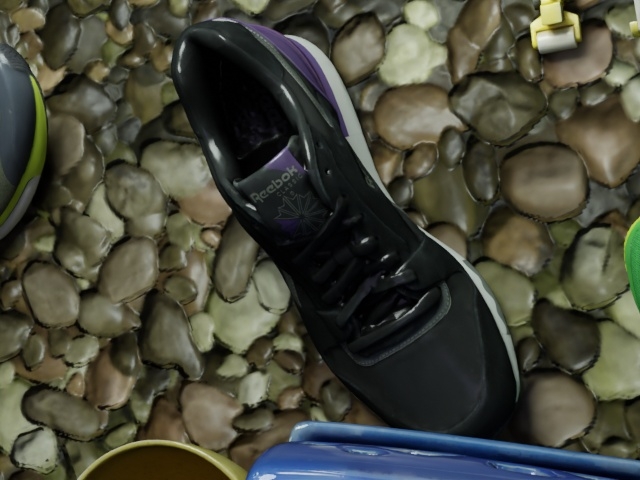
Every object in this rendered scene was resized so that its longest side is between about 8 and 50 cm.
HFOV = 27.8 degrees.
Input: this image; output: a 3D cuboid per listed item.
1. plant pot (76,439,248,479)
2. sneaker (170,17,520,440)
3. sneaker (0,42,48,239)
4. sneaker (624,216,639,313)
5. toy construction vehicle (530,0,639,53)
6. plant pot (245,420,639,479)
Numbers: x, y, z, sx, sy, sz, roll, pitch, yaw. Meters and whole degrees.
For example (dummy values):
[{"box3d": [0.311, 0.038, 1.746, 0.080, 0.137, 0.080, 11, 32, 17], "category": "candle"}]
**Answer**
[{"box3d": [-0.073, 0.181, 0.753, 0.134, 0.095, 0.134, -2, 85, 20], "category": "plant pot"}, {"box3d": [0.000, 0.000, 0.723, 0.107, 0.124, 0.283, -38, 75, 15], "category": "sneaker"}, {"box3d": [-0.295, -0.011, 0.834, 0.300, 0.121, 0.111, -46, 73, 12], "category": "sneaker"}, {"box3d": [0.245, 0.104, 0.625, 0.109, 0.123, 0.295, -31, 76, 16], "category": "sneaker"}, {"box3d": [0.146, -0.158, 0.727, 0.086, 0.035, 0.098, -4, 85, 20], "category": "toy construction vehicle"}, {"box3d": [0.071, 0.207, 0.609, 0.236, 0.212, 0.236, 7, 94, 0], "category": "plant pot"}]
